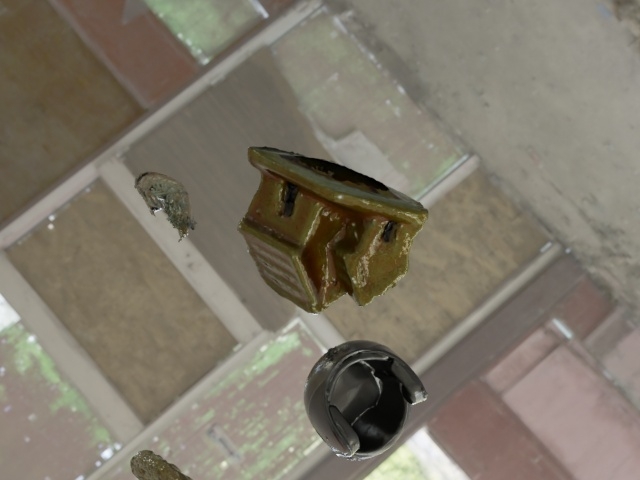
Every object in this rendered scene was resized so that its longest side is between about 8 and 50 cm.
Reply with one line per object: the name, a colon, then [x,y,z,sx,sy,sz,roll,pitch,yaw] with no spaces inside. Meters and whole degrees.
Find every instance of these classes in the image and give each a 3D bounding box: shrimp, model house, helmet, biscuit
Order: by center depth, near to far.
biscuit: [-0.127,0.297,1.031,0.290,0.038,0.141,30,153,36]
model house: [0.005,0.004,1.460,0.268,0.239,0.173,29,-161,32]
helmet: [0.068,0.270,1.614,0.193,0.189,0.216,32,152,53]
shrimp: [-0.316,-0.074,1.931,0.126,0.047,0.223,17,-152,-31]
